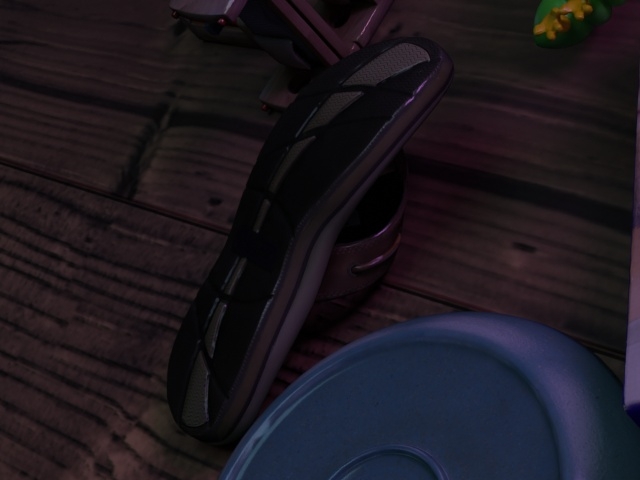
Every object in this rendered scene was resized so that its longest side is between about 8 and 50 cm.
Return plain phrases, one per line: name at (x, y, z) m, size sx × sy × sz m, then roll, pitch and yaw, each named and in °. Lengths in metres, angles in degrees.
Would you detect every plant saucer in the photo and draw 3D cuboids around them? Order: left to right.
plant saucer at (0.039, 0.171, 0.985) m, size 0.317 × 0.043 × 0.318 m, roll -23°, pitch 47°, yaw 26°

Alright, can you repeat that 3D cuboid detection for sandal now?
sandal at (-0.001, 0.001, 1.132) m, size 0.303 × 0.086 × 0.120 m, roll -61°, pitch 31°, yaw 9°

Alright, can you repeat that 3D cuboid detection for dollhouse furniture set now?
dollhouse furniture set at (-0.066, -0.187, 1.294) m, size 0.183 × 0.129 × 0.129 m, roll 15°, pitch 68°, yaw 45°

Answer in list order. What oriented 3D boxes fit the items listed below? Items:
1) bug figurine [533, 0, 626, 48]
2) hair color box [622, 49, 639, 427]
bug figurine at (0.187, -0.222, 0.997) m, size 0.216 × 0.072 × 0.279 m, roll -38°, pitch 42°, yaw 20°
hair color box at (0.270, -0.050, 0.918) m, size 0.185 × 0.110 × 0.339 m, roll -16°, pitch 47°, yaw 32°
